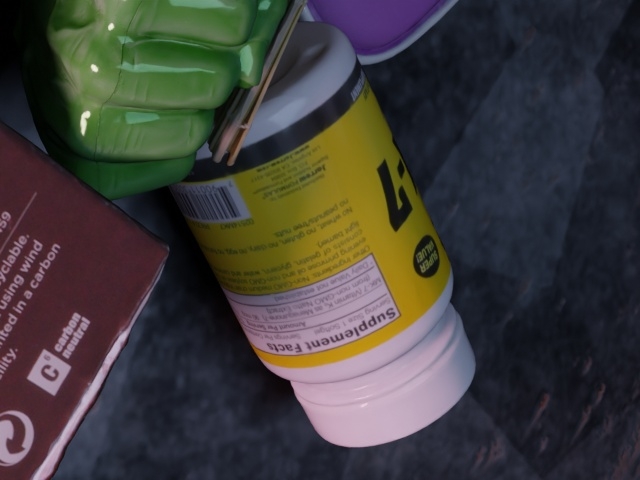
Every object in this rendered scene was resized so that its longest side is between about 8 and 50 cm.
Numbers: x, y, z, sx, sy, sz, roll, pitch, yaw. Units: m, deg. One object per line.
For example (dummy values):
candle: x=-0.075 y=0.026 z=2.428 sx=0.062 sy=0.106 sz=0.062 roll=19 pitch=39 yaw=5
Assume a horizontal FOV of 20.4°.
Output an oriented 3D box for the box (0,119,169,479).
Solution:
box: x=-0.266 y=-0.050 z=0.701 sx=0.381 sy=0.191 sz=0.143 roll=37 pitch=75 yaw=-36

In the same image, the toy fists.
toy fists: x=-0.052 y=-0.147 z=0.749 sx=0.096 sy=0.142 sz=0.279 roll=17 pitch=113 yaw=-20

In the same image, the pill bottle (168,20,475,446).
pill bottle: x=0.000 y=0.000 z=0.947 sx=0.119 sy=0.119 sz=0.208 roll=-39 pitch=119 yaw=-25

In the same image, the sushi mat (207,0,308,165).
sushi mat: x=0.016 y=-0.194 z=0.792 sx=0.019 sy=0.151 sz=0.316 roll=19 pitch=120 yaw=-16

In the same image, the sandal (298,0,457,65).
sandal: x=0.112 y=-0.281 z=0.992 sx=0.169 sy=0.102 sz=0.416 roll=43 pitch=73 yaw=-33
